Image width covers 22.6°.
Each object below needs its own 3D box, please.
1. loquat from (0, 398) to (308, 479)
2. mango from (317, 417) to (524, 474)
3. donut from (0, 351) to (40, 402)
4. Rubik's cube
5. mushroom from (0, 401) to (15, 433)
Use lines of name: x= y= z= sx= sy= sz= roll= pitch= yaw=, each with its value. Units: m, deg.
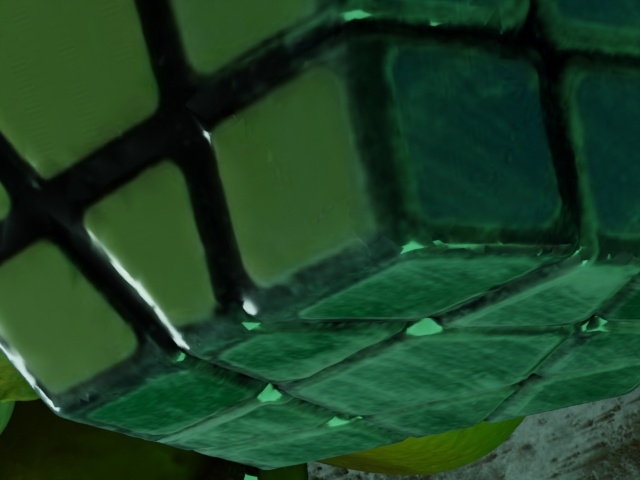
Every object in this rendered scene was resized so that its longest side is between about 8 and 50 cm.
loquat: x=-0.176 y=0.192 z=1.172 sx=0.359 sy=0.328 sz=0.328 roll=-4 pitch=-177 yaw=45
mango: x=0.000 y=0.000 z=0.924 sx=0.220 sy=0.301 sz=0.445 roll=-49 pitch=160 yaw=-8
donut: x=-0.151 y=-0.040 z=0.627 sx=0.261 sy=0.208 sz=0.128 roll=-6 pitch=165 yaw=-23
Rubik's cube: x=0.006 y=-0.086 z=0.465 sx=0.319 sy=0.319 sz=0.264 roll=-15 pitch=-168 yaw=-28
mushroom: x=-0.315 y=0.111 z=0.940 sx=0.254 sy=0.195 sz=0.189 roll=-7 pitch=-174 yaw=45
